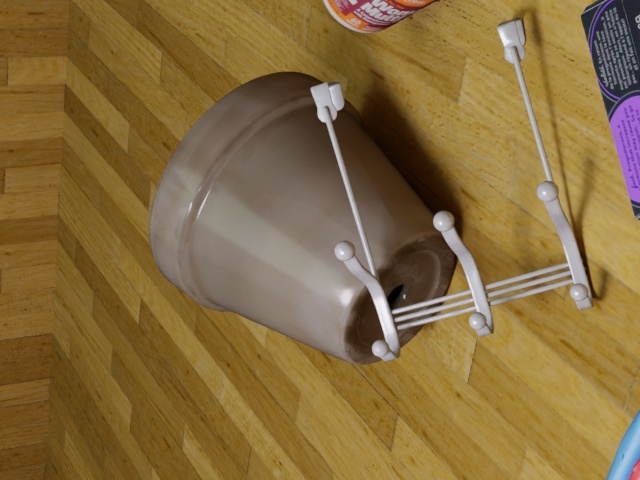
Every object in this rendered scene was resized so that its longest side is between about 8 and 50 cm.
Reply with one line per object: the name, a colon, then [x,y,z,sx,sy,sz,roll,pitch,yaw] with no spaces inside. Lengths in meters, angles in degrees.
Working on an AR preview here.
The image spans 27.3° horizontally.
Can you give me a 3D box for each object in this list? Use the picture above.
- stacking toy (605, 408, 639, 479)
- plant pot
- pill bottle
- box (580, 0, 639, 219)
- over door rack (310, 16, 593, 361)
stacking toy: [0.342,0.273,1.031,0.301,0.166,0.175,-94,12,-49]
plant pot: [0.000,0.000,1.607,0.280,0.323,0.323,38,131,31]
pill bottle: [0.097,-0.322,1.501,0.221,0.121,0.121,-16,82,62]
box: [0.346,-0.119,0.925,0.143,0.270,0.165,-30,70,60]
over door rack: [0.128,-0.057,1.383,0.240,0.108,0.324,-16,79,16]
